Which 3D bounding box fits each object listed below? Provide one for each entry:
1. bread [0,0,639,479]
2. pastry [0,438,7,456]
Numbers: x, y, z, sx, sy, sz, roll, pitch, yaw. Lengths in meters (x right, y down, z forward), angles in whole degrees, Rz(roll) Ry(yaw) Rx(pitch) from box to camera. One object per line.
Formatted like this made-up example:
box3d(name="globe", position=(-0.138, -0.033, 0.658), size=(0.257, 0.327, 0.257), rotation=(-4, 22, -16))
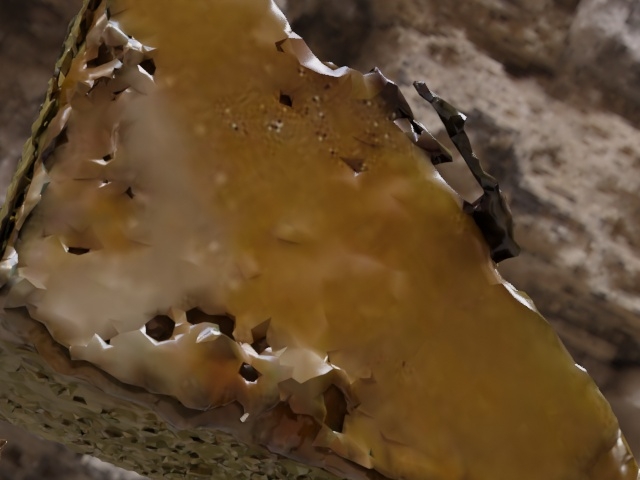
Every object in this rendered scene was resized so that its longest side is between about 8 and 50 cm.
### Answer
box3d(name="bread", position=(0.000, 0.000, 0.653), size=(0.315, 0.279, 0.248), rotation=(14, -22, -19))
box3d(name="pastry", position=(-0.442, 0.169, 1.209), size=(0.337, 0.405, 0.292), rotation=(-4, -29, -8))
